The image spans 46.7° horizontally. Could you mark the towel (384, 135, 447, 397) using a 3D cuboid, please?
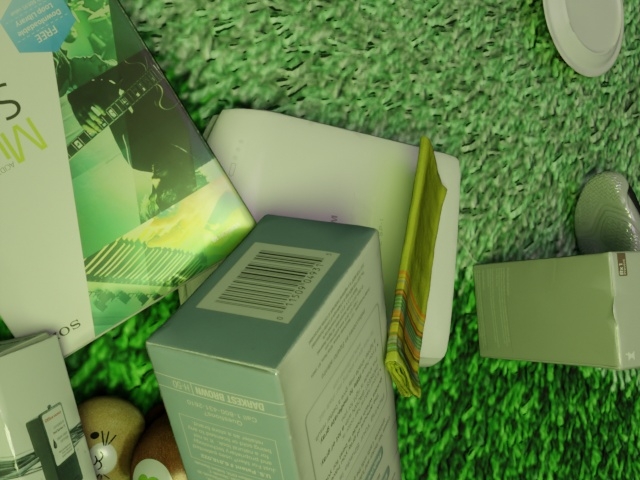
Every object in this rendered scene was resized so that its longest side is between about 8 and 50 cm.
[{"bbox_3d":[0.096,0.024,0.715,0.102,0.021,0.237,64,34,-58],"label":"towel"}]

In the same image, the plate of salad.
[{"bbox_3d":[0.368,-0.330,1.054,0.200,0.048,0.199,1,89,-38],"label":"plate of salad"}]

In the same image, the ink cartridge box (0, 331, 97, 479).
[{"bbox_3d":[-0.274,0.194,0.608,0.087,0.153,0.208,-23,98,-71],"label":"ink cartridge box"}]

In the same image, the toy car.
[{"bbox_3d":[-0.189,0.192,0.675,0.189,0.149,0.154,8,96,-14],"label":"toy car"}]

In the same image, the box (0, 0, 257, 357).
[{"bbox_3d":[-0.230,-0.079,0.650,0.232,0.058,0.322,-32,98,-2],"label":"box"}]

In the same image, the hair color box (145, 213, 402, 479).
[{"bbox_3d":[-0.015,0.186,0.651,0.185,0.114,0.374,-51,141,-48],"label":"hair color box"}]

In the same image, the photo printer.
[{"bbox_3d":[0.000,0.000,0.798,0.308,0.107,0.255,10,82,-27],"label":"photo printer"}]

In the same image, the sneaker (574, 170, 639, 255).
[{"bbox_3d":[0.457,0.013,1.049,0.153,0.101,0.268,-26,104,-28],"label":"sneaker"}]

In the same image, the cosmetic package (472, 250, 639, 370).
[{"bbox_3d":[0.290,0.080,0.872,0.107,0.238,0.127,-1,87,-28],"label":"cosmetic package"}]
